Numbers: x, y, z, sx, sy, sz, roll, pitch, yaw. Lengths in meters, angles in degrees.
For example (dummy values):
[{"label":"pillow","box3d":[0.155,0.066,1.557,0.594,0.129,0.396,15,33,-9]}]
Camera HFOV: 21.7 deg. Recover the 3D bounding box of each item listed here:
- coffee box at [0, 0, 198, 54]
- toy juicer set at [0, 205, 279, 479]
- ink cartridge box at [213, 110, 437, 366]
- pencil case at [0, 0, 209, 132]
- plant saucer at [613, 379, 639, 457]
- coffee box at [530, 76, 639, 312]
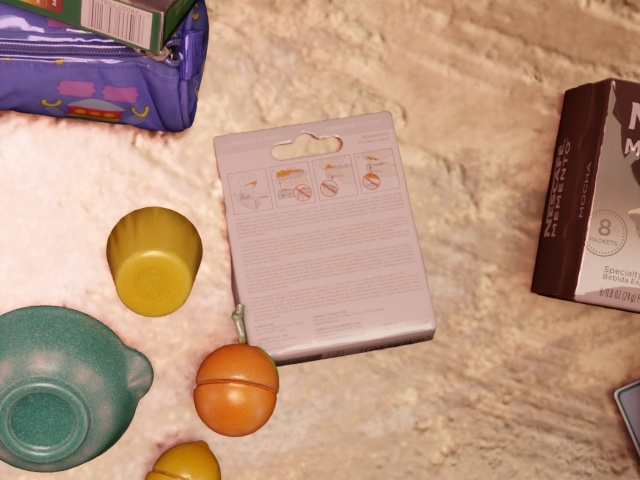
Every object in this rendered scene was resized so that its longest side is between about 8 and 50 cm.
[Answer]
[{"label":"coffee box","box3d":[-0.169,-0.198,1.136,0.184,0.040,0.113,20,46,10]},{"label":"toy juicer set","box3d":[-0.178,0.139,1.224,0.329,0.089,0.209,-36,111,10]},{"label":"ink cartridge box","box3d":[0.000,0.000,1.273,0.145,0.045,0.179,-9,72,-7]},{"label":"pencil case","box3d":[-0.225,-0.145,1.189,0.306,0.133,0.119,4,95,-7]},{"label":"plant saucer","box3d":[0.293,0.193,1.311,0.067,0.018,0.192,-23,93,-8]},{"label":"coffee box","box3d":[0.327,-0.013,1.267,0.297,0.119,0.168,11,89,-8]}]
